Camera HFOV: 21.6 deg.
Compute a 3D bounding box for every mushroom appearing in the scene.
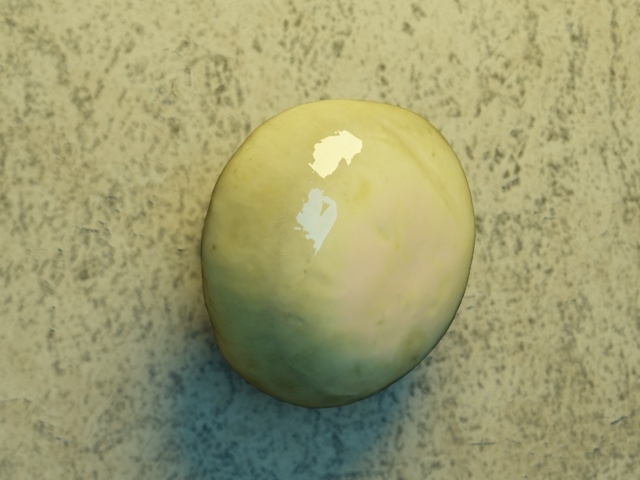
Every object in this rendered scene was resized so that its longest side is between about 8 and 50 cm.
[{"bbox_3d":[0.000,0.000,1.304,0.246,0.202,0.246,-28,131,-37],"label":"mushroom"}]
